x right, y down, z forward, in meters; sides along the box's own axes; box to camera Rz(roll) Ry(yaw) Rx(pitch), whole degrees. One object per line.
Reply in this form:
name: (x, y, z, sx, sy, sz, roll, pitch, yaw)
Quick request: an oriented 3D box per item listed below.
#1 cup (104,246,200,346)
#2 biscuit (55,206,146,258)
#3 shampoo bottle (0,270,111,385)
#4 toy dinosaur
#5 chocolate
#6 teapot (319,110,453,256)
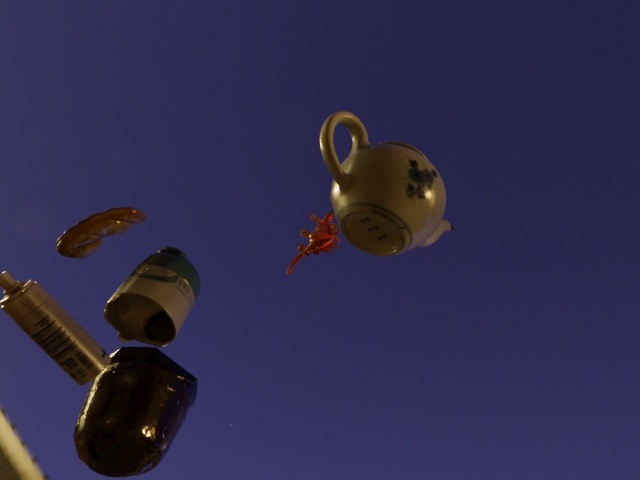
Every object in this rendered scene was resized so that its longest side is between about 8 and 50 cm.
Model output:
cup: (-0.502, 0.199, 1.496, 0.220, 0.257, 0.289, 7, -53, 9)
biscuit: (-0.759, -0.032, 1.637, 0.299, 0.154, 0.045, -33, -116, -1)
shampoo bottle: (-0.612, 0.193, 1.082, 0.092, 0.092, 0.303, -24, -68, 28)
toy dinosaur: (0.000, 0.000, 1.382, 0.117, 0.288, 0.070, 3, -52, 25)
chocolate: (-0.643, 0.607, 1.616, 0.384, 0.331, 0.383, 0, -62, 0)
teapot: (0.155, -0.116, 1.066, 0.424, 0.279, 0.252, 41, -36, -23)
